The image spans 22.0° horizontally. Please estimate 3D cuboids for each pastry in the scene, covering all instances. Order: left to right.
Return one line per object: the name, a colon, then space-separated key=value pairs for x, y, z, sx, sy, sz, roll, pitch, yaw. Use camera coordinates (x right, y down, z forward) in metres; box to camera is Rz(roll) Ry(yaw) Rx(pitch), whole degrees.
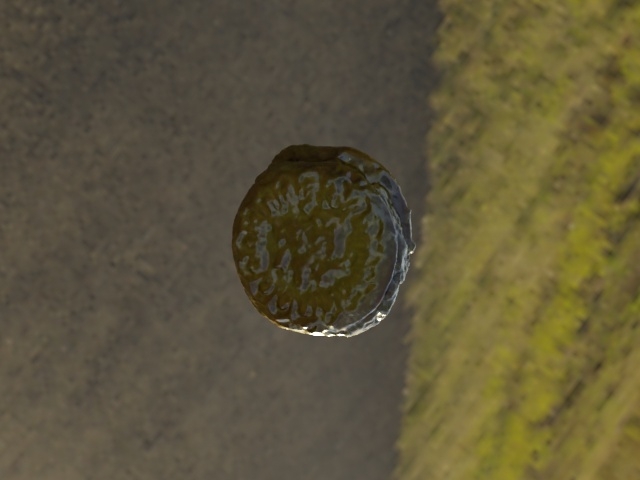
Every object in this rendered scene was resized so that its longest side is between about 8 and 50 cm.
pastry: x=0.000 y=0.000 z=0.899 sx=0.097 sy=0.109 sz=0.057 roll=-26 pitch=180 yaw=23
